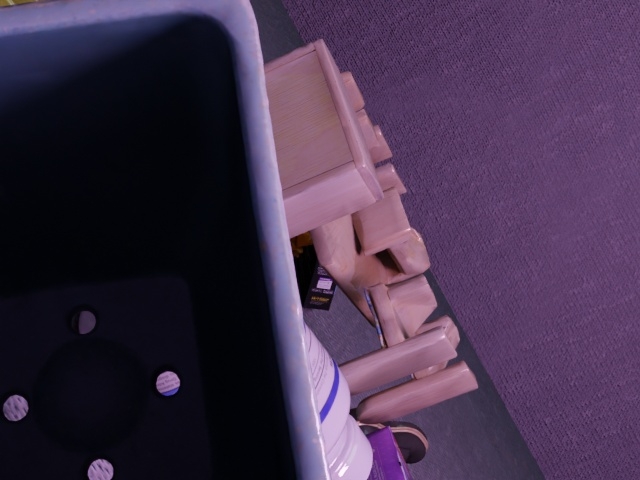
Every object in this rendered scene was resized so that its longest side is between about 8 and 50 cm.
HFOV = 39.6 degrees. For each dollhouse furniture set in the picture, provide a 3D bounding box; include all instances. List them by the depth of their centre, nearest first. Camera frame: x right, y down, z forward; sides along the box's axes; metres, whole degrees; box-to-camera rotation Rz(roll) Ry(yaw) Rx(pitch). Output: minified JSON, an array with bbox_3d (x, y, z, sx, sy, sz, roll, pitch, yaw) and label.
[{"bbox_3d":[-0.032,-0.002,0.996,0.394,0.257,0.362,51,19,-60],"label":"dollhouse furniture set"}]

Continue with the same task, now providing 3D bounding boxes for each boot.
[{"bbox_3d":[0.091,0.313,1.189,0.198,0.077,0.137,26,39,-45],"label":"boot"}]

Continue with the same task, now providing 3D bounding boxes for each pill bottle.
[{"bbox_3d":[-0.069,0.124,0.779,0.272,0.152,0.152,55,14,-26],"label":"pill bottle"}]

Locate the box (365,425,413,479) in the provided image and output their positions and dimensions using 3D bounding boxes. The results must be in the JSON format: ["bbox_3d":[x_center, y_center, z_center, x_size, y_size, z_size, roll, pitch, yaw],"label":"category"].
[{"bbox_3d":[0.118,0.382,0.998,0.201,0.057,0.293,-103,170,-76],"label":"box"}]

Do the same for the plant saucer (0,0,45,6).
[{"bbox_3d":[-0.309,-0.234,0.879,0.241,0.037,0.241,56,13,-21],"label":"plant saucer"}]

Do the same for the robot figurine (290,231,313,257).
[{"bbox_3d":[-0.117,-0.112,1.234,0.291,0.085,0.211,55,13,-23],"label":"robot figurine"}]

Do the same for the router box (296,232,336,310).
[{"bbox_3d":[0.000,0.000,1.360,0.179,0.046,0.133,-100,-158,-54],"label":"router box"}]

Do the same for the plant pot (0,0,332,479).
[{"bbox_3d":[-0.131,0.064,0.416,0.252,0.247,0.247,97,-16,-77],"label":"plant pot"}]
